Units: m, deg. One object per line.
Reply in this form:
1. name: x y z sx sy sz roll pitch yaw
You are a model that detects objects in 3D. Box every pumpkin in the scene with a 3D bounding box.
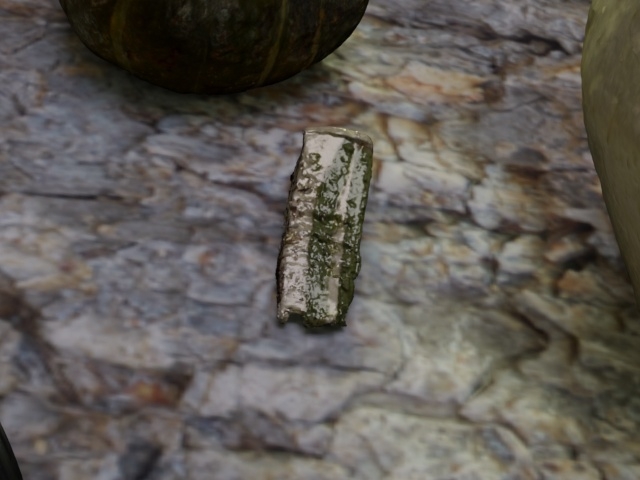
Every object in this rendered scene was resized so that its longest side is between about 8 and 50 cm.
1. pumpkin: -0.079 -0.201 1.122 0.219 0.162 0.219 8 45 -8

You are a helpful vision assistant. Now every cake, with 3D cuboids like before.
1. cake: 0.000 0.000 1.018 0.051 0.055 0.140 11 59 -3

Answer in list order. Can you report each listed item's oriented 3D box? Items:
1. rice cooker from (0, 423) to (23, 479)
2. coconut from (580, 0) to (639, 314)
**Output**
1. rice cooker: -0.240 0.109 0.677 0.280 0.241 0.227 9 34 46
2. coconut: 0.344 -0.041 0.902 0.415 0.415 0.344 21 50 9
